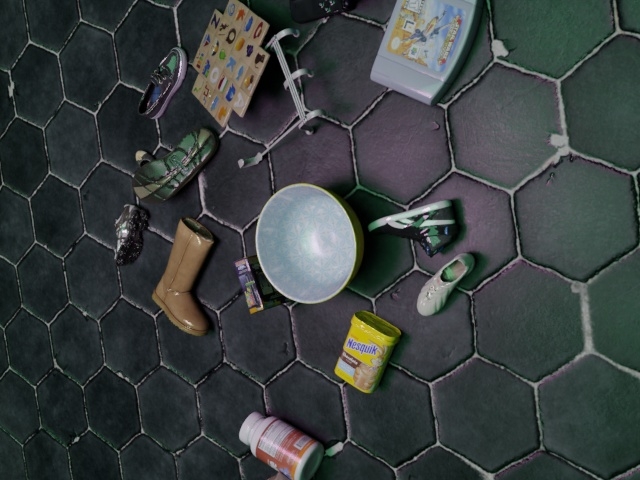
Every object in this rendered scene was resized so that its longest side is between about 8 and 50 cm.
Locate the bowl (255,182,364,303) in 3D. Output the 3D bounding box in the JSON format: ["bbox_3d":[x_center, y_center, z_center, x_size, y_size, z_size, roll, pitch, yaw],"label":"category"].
[{"bbox_3d":[0.000,0.000,1.796,0.290,0.156,0.289,5,99,32],"label":"bowl"}]

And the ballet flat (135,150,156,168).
[{"bbox_3d":[-0.498,-0.195,2.141,0.057,0.049,0.173,-40,76,31],"label":"ballet flat"}]

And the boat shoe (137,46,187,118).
[{"bbox_3d":[-0.457,-0.447,2.066,0.080,0.076,0.228,46,117,19],"label":"boat shoe"}]

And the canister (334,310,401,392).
[{"bbox_3d":[0.115,0.279,1.812,0.126,0.073,0.169,29,112,26],"label":"canister"}]

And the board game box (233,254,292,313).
[{"bbox_3d":[-0.135,0.103,1.885,0.048,0.170,0.141,-24,83,33],"label":"board game box"}]

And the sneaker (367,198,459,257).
[{"bbox_3d":[0.217,-0.011,1.705,0.217,0.079,0.121,-17,86,31],"label":"sneaker"}]

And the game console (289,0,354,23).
[{"bbox_3d":[-0.016,-0.688,1.705,0.250,0.173,0.292,-5,93,32],"label":"game console"}]

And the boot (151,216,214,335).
[{"bbox_3d":[-0.367,0.106,2.079,0.236,0.089,0.269,36,112,23],"label":"boot"}]

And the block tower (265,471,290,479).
[{"bbox_3d":[-0.178,0.737,1.979,0.091,0.097,0.335,39,133,-8],"label":"block tower"}]

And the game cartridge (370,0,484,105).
[{"bbox_3d":[0.248,-0.469,1.644,0.198,0.062,0.297,31,111,29],"label":"game cartridge"}]

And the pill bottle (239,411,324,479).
[{"bbox_3d":[-0.108,0.551,1.957,0.216,0.121,0.121,24,108,28],"label":"pill bottle"}]

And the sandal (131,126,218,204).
[{"bbox_3d":[-0.403,-0.204,2.067,0.303,0.086,0.120,-34,87,13],"label":"sandal"}]

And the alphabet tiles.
[{"bbox_3d":[-0.239,-0.467,1.889,0.342,0.011,0.285,49,119,44],"label":"alphabet tiles"}]

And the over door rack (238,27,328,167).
[{"bbox_3d":[-0.121,-0.360,1.865,0.324,0.108,0.239,-26,81,45],"label":"over door rack"}]

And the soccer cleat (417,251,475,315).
[{"bbox_3d":[0.281,0.102,1.683,0.068,0.076,0.196,46,117,18],"label":"soccer cleat"}]

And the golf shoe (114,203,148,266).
[{"bbox_3d":[-0.589,-0.017,2.215,0.094,0.077,0.198,33,106,36],"label":"golf shoe"}]
